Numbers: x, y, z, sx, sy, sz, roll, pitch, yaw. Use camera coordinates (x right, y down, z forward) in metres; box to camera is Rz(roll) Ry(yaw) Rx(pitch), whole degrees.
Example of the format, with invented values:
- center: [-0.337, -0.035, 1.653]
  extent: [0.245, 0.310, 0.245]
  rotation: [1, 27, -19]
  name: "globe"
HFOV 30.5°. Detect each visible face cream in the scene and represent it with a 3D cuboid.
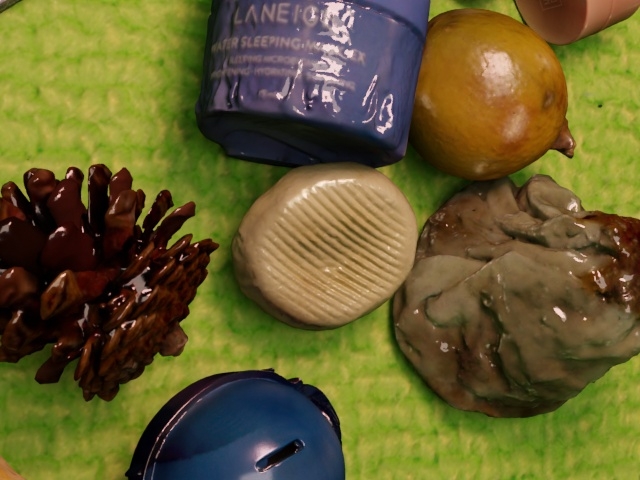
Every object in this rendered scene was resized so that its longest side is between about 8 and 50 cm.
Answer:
- center: [0.336, -0.341, 1.537]
  extent: [0.104, 0.149, 0.149]
  rotation: [-25, 92, -23]
  name: "face cream"
- center: [-0.007, -0.207, 1.331]
  extent: [0.249, 0.249, 0.225]
  rotation: [10, 80, -20]
  name: "face cream"

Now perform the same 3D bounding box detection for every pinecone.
- center: [-0.251, 0.038, 1.214]
  extent: [0.264, 0.264, 0.264]
  rotation: [3, 81, -21]
  name: "pinecone"

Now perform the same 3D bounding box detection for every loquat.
- center: [0.212, -0.171, 1.438]
  extent: [0.246, 0.213, 0.213]
  rotation: [27, 74, -9]
  name: "loquat"

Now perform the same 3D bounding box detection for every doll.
- center: [-0.076, 0.293, 1.249]
  extent: [0.284, 0.240, 0.309]
  rotation: [-26, 98, -37]
  name: "doll"

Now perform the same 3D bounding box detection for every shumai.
- center: [0.268, 0.059, 1.394]
  extent: [0.304, 0.263, 0.309]
  rotation: [-15, 88, -24]
  name: "shumai"

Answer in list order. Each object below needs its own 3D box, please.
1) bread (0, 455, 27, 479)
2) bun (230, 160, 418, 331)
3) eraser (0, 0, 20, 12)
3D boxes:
- center: [-0.406, 0.280, 1.045]
  extent: [0.279, 0.371, 0.390]
  rotation: [-46, 103, -25]
  name: "bread"
- center: [0.000, 0.000, 1.370]
  extent: [0.222, 0.127, 0.222]
  rotation: [-5, 109, -15]
  name: "bun"
- center: [-0.390, -0.287, 1.303]
  extent: [0.212, 0.046, 0.092]
  rotation: [-39, 97, -22]
  name: "eraser"
